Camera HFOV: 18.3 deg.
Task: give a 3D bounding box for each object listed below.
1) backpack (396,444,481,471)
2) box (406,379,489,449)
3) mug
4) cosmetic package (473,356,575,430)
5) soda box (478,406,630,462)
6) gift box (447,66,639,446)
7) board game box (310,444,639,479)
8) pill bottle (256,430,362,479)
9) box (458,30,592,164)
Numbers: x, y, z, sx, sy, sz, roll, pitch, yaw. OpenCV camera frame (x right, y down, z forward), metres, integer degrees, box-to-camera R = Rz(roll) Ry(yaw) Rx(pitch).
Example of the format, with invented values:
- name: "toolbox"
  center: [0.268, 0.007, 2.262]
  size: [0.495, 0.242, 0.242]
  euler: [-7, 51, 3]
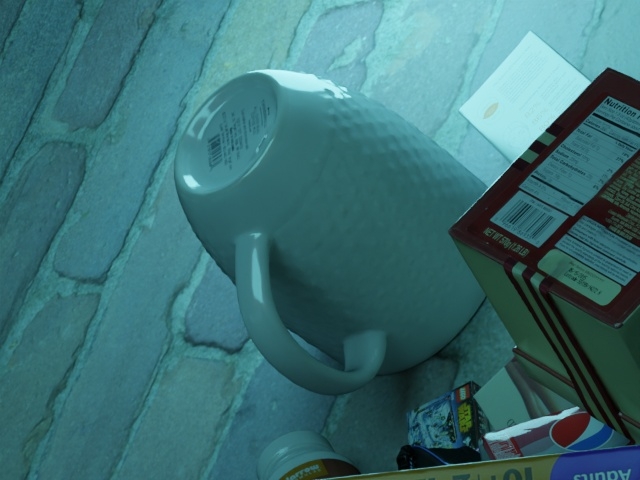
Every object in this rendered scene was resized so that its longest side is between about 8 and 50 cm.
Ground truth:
- name: "backpack"
  center: [0.144, 0.308, 2.008]
  size: [0.158, 0.117, 0.173]
  euler: [25, 106, 54]
- name: "box"
  center: [0.140, 0.229, 2.149]
  size: [0.094, 0.027, 0.137]
  euler: [-30, 43, 30]
- name: "mug"
  center: [0.000, 0.000, 2.234]
  size: [0.276, 0.328, 0.374]
  euler: [-23, 46, 34]
- name: "cosmetic package"
  center: [0.316, 0.121, 1.961]
  size: [0.296, 0.129, 0.153]
  euler: [-46, 39, 10]
- name: "soda box"
  center: [0.286, 0.201, 1.853]
  size: [0.263, 0.092, 0.083]
  euler: [-15, 32, -6]
- name: "gift box"
  center: [0.277, 0.045, 1.745]
  size: [0.276, 0.258, 0.255]
  euler: [-43, 42, -8]
- name: "board game box"
  center: [0.134, 0.376, 1.592]
  size: [0.356, 0.356, 0.356]
  euler: [-8, 75, 16]
- name: "pill bottle"
  center: [0.005, 0.307, 2.154]
  size: [0.121, 0.121, 0.216]
  euler: [-45, 38, 11]
- name: "box"
  center: [0.261, -0.137, 2.261]
  size: [0.130, 0.091, 0.170]
  euler: [-48, 37, 8]
